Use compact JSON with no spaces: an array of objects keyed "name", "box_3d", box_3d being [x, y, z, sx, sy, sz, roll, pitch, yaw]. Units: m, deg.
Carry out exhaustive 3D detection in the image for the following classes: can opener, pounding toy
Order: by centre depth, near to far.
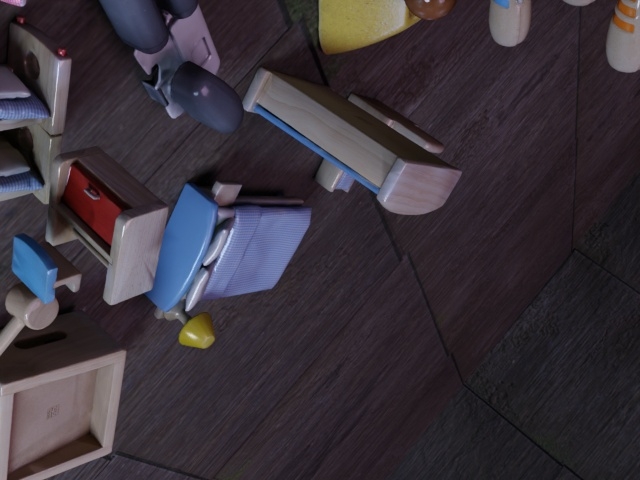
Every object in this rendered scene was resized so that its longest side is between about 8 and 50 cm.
[{"name":"can opener","box_3d":[-0.112,-0.174,0.639,0.076,0.095,0.283,-55,165,-14]},{"name":"pounding toy","box_3d":[-0.282,0.119,0.755,0.181,0.094,0.206,-13,125,-46]}]

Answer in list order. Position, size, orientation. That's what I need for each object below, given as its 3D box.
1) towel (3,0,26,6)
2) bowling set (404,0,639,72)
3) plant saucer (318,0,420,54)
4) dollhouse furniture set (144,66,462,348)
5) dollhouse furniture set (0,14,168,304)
[{"name":"towel","box_3d":[-0.227,-0.227,0.474,0.197,0.029,0.144,4,119,-60]},{"name":"bowling set","box_3d":[0.175,-0.271,0.739,0.199,0.287,0.154,-14,140,-1]},{"name":"plant saucer","box_3d":[0.140,-0.375,0.831,0.333,0.081,0.333,-39,150,-26]},{"name":"dollhouse furniture set","box_3d":[0.000,0.000,0.934,0.286,0.198,0.303,-1,125,-58]},{"name":"dollhouse furniture set","box_3d":[-0.209,-0.048,0.548,0.129,0.183,0.129,-23,141,-45]}]
